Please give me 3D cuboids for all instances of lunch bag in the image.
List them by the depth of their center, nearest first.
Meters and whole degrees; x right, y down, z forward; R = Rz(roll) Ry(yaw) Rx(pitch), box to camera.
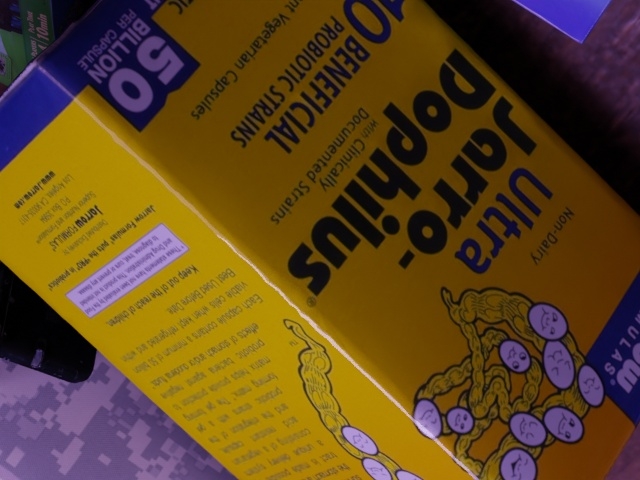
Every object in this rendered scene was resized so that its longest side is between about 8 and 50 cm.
[{"bbox_3d":[-0.120,0.121,1.189,0.305,0.256,0.212,34,135,0],"label":"lunch bag"}]

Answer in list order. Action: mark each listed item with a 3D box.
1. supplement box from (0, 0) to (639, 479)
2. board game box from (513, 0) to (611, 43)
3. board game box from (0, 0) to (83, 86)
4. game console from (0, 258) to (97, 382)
[{"bbox_3d":[0.000,0.000,1.039,0.356,0.194,0.195,43,149,-9],"label":"supplement box"},{"bbox_3d":[0.049,-0.261,0.927,0.317,0.046,0.213,32,134,2],"label":"board game box"},{"bbox_3d":[-0.240,-0.172,1.134,0.211,0.039,0.160,27,156,9],"label":"board game box"},{"bbox_3d":[-0.183,0.017,1.095,0.107,0.122,0.071,24,152,-33],"label":"game console"}]
